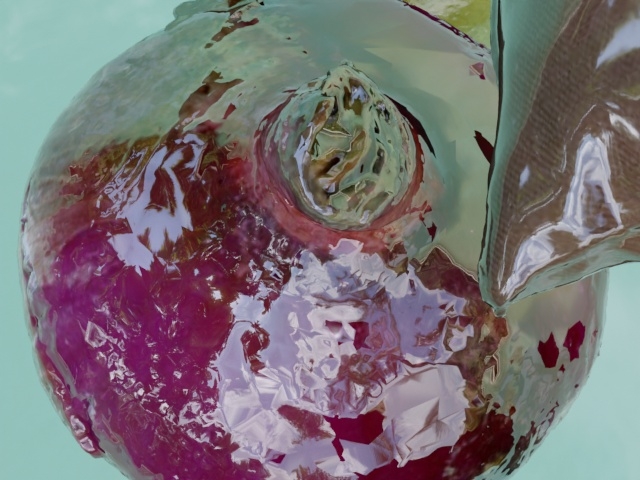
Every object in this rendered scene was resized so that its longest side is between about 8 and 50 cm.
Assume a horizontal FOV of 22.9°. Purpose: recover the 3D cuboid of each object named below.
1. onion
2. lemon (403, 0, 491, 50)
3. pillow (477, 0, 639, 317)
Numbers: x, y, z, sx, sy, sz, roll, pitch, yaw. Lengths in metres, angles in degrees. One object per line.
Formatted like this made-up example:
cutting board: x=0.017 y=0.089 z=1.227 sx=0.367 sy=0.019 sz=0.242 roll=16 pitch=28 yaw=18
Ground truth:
onion: x=0.000 y=0.000 z=0.871 sx=0.348 sy=0.385 sz=0.347 roll=1 pitch=76 yaw=-4
lemon: x=0.098 y=-0.227 z=1.239 sx=0.184 sy=0.248 sz=0.184 roll=-12 pitch=74 yaw=45
pillow: x=0.174 y=-0.150 z=0.418 sx=0.305 sy=0.108 sz=0.307 roll=-15 pitch=57 yaw=32
